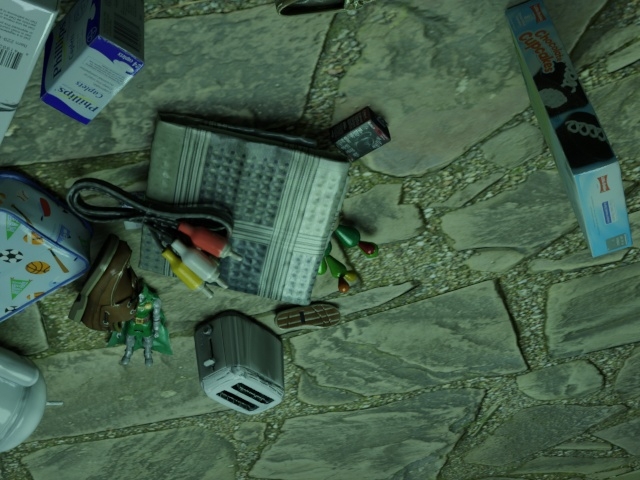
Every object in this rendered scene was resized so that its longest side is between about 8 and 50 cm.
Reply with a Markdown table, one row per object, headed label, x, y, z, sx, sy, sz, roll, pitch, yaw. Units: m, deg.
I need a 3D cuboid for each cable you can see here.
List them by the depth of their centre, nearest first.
| label | x | y | z | sx | sy | sz | roll | pitch | yaw |
| --- | --- | --- | --- | --- | --- | --- | --- | --- | --- |
| cable | -0.252 | -0.024 | 1.343 | 0.287 | 0.072 | 0.139 | 30 | 119 | -18 |

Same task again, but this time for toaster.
| label | x | y | z | sx | sy | sz | roll | pitch | yaw |
| --- | --- | --- | --- | --- | --- | --- | --- | --- | --- |
| toaster | -0.156 | 0.257 | 1.754 | 0.129 | 0.146 | 0.227 | -27 | 138 | 24 |

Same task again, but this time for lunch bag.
| label | x | y | z | sx | sy | sz | roll | pitch | yaw |
| --- | --- | --- | --- | --- | --- | --- | --- | --- | --- |
| lunch bag | -0.543 | 0.026 | 1.429 | 0.303 | 0.115 | 0.243 | -26 | 141 | 20 |

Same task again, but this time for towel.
| label | x | y | z | sx | sy | sz | roll | pitch | yaw |
| --- | --- | --- | --- | --- | --- | --- | --- | --- | --- |
| towel | -0.128 | -0.047 | 1.395 | 0.312 | 0.056 | 0.324 | 13 | 128 | -6 |

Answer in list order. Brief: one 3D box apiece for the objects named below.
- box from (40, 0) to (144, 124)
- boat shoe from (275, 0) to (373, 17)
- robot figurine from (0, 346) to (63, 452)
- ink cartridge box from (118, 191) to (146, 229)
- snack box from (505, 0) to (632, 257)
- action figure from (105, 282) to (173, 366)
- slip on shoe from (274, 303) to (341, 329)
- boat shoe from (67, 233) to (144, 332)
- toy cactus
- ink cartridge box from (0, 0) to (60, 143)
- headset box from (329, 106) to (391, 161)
| label | x | y | z | sx | sy | sz | roll | pitch | yaw |
| --- | --- | --- | --- | --- | --- | --- | --- | --- | --- |
| box | -0.294 | -0.245 | 1.114 | 0.072 | 0.126 | 0.137 | 26 | 130 | -37 |
| boat shoe | 0.016 | -0.321 | 1.134 | 0.153 | 0.048 | 0.056 | -5 | 142 | -4 |
| robot figurine | -0.681 | 0.290 | 1.663 | 0.300 | 0.200 | 0.353 | -27 | 138 | 30 |
| ink cartridge box | -0.274 | -0.053 | 1.438 | 0.115 | 0.029 | 0.063 | -5 | 141 | -3 |
| snack box | 0.336 | -0.158 | 1.174 | 0.060 | 0.322 | 0.187 | -19 | 141 | 12 |
| action figure | -0.352 | 0.160 | 1.673 | 0.137 | 0.063 | 0.232 | 4 | 137 | -9 |
| slip on shoe | -0.027 | 0.156 | 1.738 | 0.135 | 0.051 | 0.041 | -9 | -178 | -11 |
| boat shoe | -0.354 | 0.080 | 1.494 | 0.104 | 0.111 | 0.307 | 28 | 153 | -10 |
| toy cactus | 0.000 | 0.000 | 1.509 | 0.219 | 0.112 | 0.180 | 6 | 131 | -4 |
| ink cartridge box | -0.471 | -0.254 | 1.077 | 0.211 | 0.122 | 0.289 | 17 | 136 | -28 |
| headset box | 0.065 | -0.167 | 1.350 | 0.083 | 0.032 | 0.062 | -29 | 138 | 23 |
